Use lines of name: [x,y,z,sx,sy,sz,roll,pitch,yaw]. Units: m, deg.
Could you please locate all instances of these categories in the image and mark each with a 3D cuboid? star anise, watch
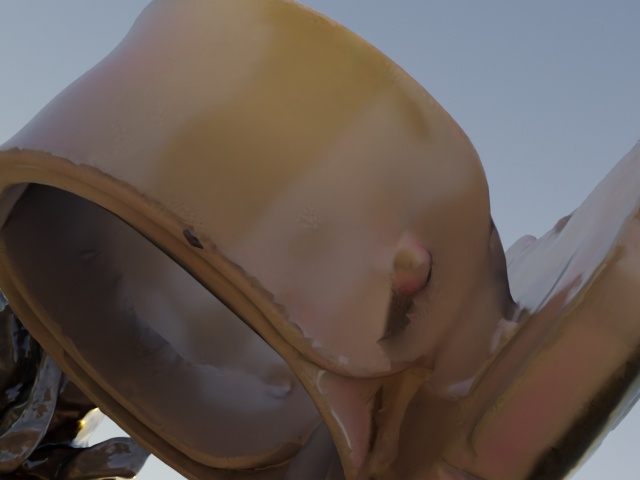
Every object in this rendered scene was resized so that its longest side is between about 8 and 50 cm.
star anise: [-0.230,0.147,0.839,0.359,0.316,0.139,33,5,37]
watch: [0.000,0.000,0.471,0.231,0.196,0.244,43,-30,1]
